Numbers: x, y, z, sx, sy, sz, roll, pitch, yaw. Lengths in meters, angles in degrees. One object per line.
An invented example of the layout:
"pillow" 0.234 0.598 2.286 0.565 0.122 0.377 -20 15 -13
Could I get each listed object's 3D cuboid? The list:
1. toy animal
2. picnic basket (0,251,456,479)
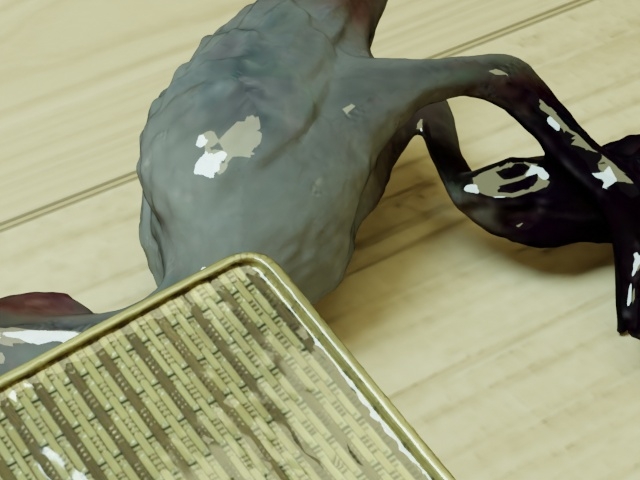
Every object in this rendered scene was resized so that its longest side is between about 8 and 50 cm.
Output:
"toy animal" -0.022 -0.011 0.601 0.324 0.090 0.195 -19 52 -21
"picnic basket" -0.048 0.090 0.453 0.164 0.079 0.115 -28 56 -20
